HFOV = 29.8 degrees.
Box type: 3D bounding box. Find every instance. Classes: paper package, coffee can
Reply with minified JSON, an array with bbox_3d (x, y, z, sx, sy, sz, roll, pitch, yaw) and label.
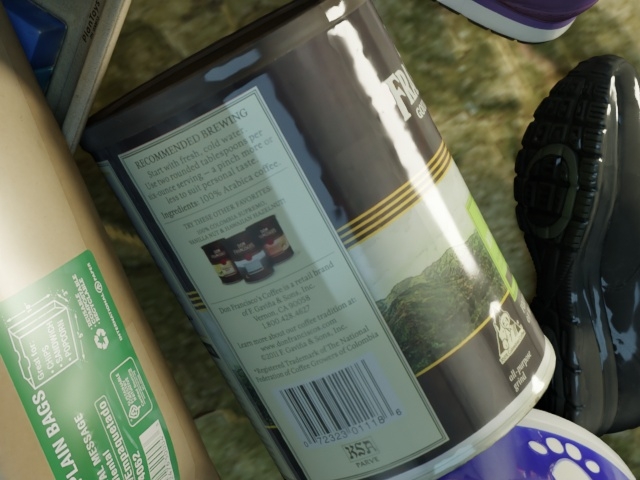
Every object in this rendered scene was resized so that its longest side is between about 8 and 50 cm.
[{"bbox_3d":[-0.263,0.060,0.674,0.309,0.168,0.325,-14,104,30],"label":"paper package"},{"bbox_3d":[0.000,0.000,0.768,0.201,0.201,0.275,-30,104,-5],"label":"coffee can"}]

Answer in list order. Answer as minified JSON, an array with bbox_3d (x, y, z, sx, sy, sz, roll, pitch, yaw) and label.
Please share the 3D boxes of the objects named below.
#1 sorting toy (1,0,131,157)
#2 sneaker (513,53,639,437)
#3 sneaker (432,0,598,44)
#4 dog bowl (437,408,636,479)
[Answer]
[{"bbox_3d":[-0.164,-0.208,0.643,0.041,0.229,0.307,-18,149,-42],"label":"sorting toy"},{"bbox_3d":[0.215,0.007,0.873,0.130,0.109,0.286,-7,109,-17],"label":"sneaker"},{"bbox_3d":[0.068,-0.221,0.775,0.283,0.124,0.107,11,74,-15],"label":"sneaker"},{"bbox_3d":[0.112,0.251,0.838,0.265,0.104,0.265,0,115,-1],"label":"dog bowl"}]
